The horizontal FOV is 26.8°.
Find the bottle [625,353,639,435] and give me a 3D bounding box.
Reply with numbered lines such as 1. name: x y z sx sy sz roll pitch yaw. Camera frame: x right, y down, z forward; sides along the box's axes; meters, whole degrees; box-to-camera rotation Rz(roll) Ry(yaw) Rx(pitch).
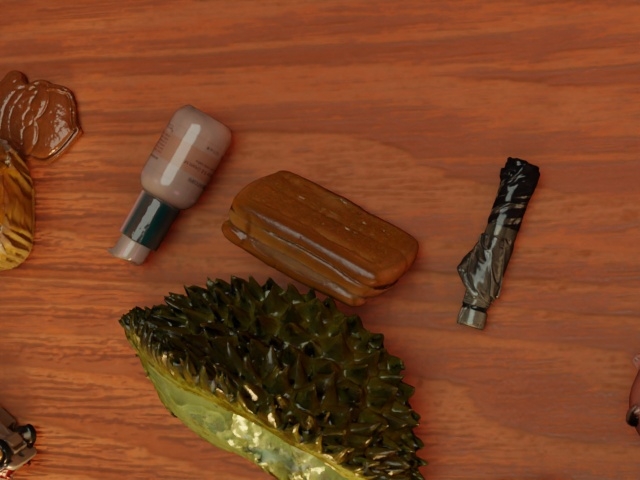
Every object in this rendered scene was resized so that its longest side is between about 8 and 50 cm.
1. bottle: 0.405 0.126 1.311 0.236 0.147 0.147 -39 74 14

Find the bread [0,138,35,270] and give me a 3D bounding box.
1. bread: -0.477 -0.033 1.577 0.288 0.119 0.152 -4 77 14

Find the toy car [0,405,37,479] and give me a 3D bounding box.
1. toy car: -0.405 0.238 1.531 0.139 0.112 0.112 35 107 8

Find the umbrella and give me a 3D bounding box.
1. umbrella: 0.185 0.002 1.436 0.050 0.046 0.188 19 92 20

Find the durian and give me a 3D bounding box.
1. durian: -0.049 0.152 1.432 0.394 0.198 0.163 20 58 21

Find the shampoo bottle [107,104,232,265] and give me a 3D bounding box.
1. shampoo bottle: -0.173 -0.058 1.521 0.074 0.074 0.192 30 90 17

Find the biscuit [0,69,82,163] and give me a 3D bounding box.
1. biscuit: -0.345 -0.147 1.608 0.130 0.019 0.102 26 90 16

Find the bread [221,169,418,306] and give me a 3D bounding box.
1. bread: 0.000 0.000 1.452 0.200 0.116 0.077 28 116 15
